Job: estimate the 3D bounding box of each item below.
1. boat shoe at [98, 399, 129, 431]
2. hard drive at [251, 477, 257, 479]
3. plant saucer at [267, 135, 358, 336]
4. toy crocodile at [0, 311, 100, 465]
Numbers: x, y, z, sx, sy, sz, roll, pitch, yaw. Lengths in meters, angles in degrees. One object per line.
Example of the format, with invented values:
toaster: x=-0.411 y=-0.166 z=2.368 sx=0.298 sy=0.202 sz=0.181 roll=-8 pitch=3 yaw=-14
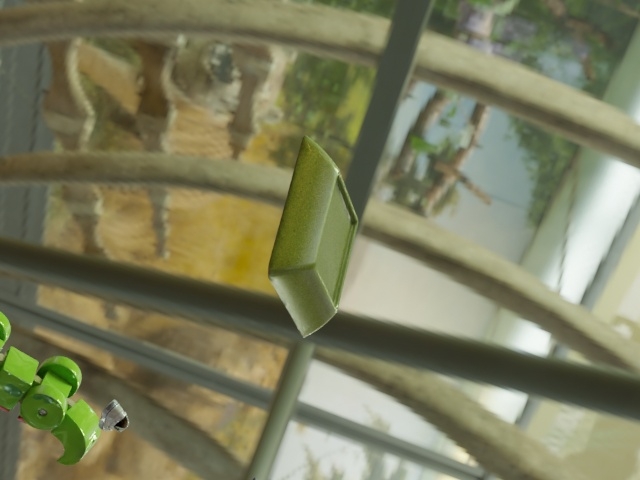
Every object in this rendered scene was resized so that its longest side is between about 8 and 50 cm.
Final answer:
boat shoe: x=-0.284 y=0.252 z=1.724 sx=0.035 sy=0.035 sz=0.100 roll=-43 pitch=171 yaw=-26
hard drive: x=-0.155 y=0.540 z=1.885 sx=0.319 sy=0.210 sz=0.040 roll=-43 pitch=-149 yaw=-11
plant saucer: x=0.000 y=0.000 z=1.492 sx=0.188 sy=0.045 sz=0.188 roll=65 pitch=35 yaw=-59
toy crocodile: x=-0.462 y=0.198 z=1.813 sx=0.105 sy=0.340 sz=0.115 roll=-47 pitch=-166 yaw=20
